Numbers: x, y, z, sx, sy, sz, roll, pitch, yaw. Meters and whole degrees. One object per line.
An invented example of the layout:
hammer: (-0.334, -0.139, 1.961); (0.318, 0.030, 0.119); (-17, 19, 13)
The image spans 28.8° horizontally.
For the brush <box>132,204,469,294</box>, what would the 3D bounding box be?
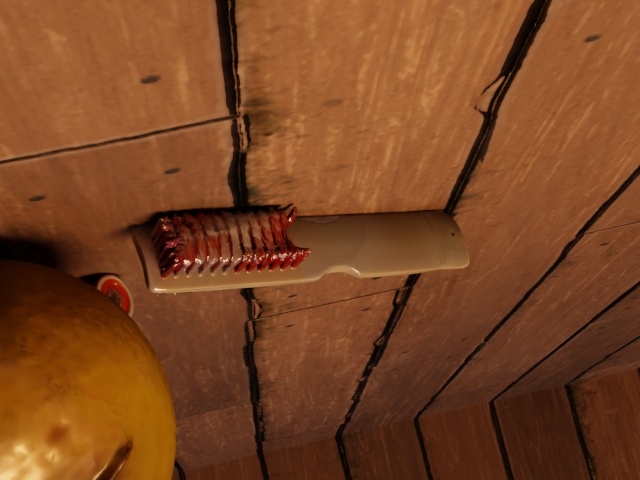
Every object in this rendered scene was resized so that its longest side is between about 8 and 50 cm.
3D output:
brush: (0.000, 0.000, 1.045); (0.321, 0.060, 0.050); (-3, 152, -34)

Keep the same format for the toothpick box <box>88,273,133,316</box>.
toothpick box: (-0.212, 0.063, 1.113); (0.083, 0.047, 0.047); (-21, 164, 31)

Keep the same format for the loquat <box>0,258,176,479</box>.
loquat: (-0.287, 0.160, 0.949); (0.359, 0.328, 0.328); (30, -164, 37)
